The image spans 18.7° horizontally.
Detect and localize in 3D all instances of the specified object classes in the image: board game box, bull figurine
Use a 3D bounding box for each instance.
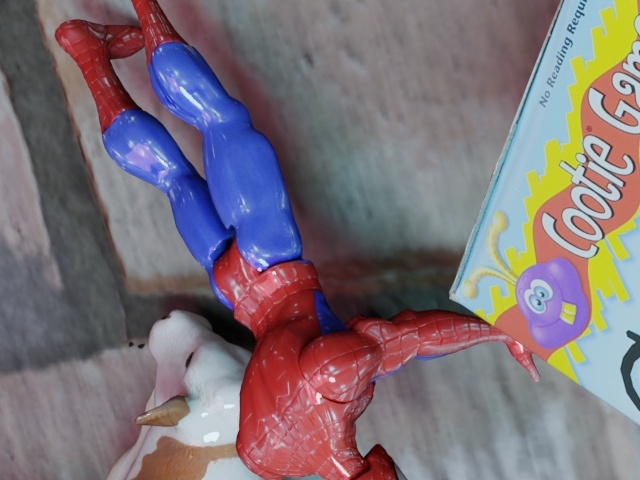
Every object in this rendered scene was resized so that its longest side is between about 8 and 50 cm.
[{"bbox_3d":[0.205,0.016,0.615,0.275,0.144,0.142,35,126,24],"label":"board game box"},{"bbox_3d":[-0.057,0.192,0.923,0.188,0.101,0.310,-17,93,45],"label":"bull figurine"}]

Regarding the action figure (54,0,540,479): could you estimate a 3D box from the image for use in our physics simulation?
[{"bbox_3d":[0.000,0.000,0.822,0.091,0.139,0.280,-53,50,41],"label":"action figure"}]
